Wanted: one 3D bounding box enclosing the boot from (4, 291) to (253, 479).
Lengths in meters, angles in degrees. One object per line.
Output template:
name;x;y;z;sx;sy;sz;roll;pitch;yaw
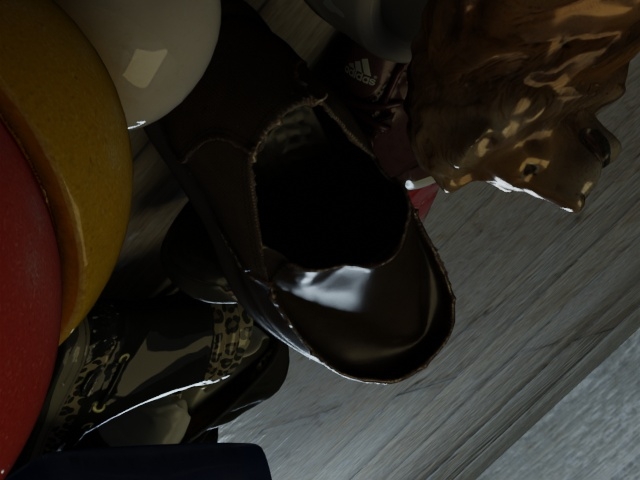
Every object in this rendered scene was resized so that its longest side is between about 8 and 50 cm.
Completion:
boot;-0.164;0.121;1.342;0.178;0.085;0.236;-7;143;-35

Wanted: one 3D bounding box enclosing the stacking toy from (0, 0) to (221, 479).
stacking toy;-0.204;-0.016;0.761;0.480;0.350;0.350;-47;173;-44

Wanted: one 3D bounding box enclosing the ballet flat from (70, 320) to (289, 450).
ballet flat;-0.130;0.138;1.518;0.280;0.095;0.096;-37;156;-42

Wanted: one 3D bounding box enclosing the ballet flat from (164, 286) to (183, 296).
ballet flat;-0.087;0.045;1.403;0.168;0.057;0.052;-40;166;3

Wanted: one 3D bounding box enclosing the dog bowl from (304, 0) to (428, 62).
dog bowl;0.117;-0.245;1.021;0.349;0.102;0.349;-35;162;-13

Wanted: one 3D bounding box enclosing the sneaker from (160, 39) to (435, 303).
sneaker;0.000;-0.079;1.239;0.281;0.106;0.162;-35;152;-29

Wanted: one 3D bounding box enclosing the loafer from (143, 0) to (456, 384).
loafer;0.000;0.000;1.130;0.134;0.130;0.366;-44;137;-4

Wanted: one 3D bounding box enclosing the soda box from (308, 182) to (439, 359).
soda box;0.022;-0.004;1.458;0.092;0.083;0.263;-30;161;-24

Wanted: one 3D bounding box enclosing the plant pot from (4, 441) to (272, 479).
plant pot;-0.165;0.300;1.334;0.236;0.212;0.236;6;147;-47

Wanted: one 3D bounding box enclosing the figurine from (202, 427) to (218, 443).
figurine;-0.197;0.257;1.693;0.215;0.092;0.209;-26;151;-33

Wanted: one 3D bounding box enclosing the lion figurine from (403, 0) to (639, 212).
lion figurine;0.131;-0.178;0.877;0.240;0.142;0.392;-29;147;-5
